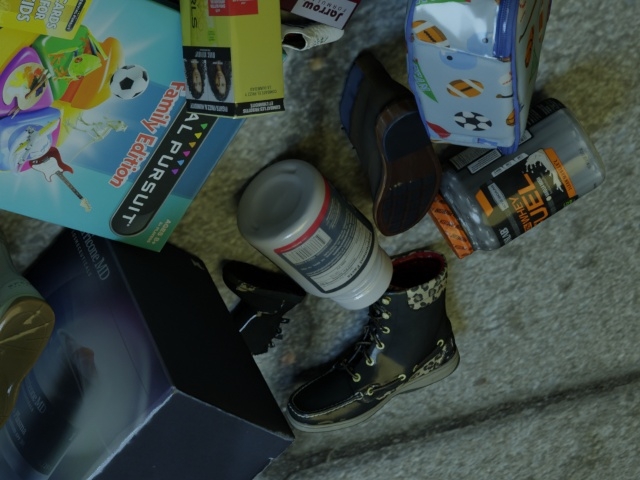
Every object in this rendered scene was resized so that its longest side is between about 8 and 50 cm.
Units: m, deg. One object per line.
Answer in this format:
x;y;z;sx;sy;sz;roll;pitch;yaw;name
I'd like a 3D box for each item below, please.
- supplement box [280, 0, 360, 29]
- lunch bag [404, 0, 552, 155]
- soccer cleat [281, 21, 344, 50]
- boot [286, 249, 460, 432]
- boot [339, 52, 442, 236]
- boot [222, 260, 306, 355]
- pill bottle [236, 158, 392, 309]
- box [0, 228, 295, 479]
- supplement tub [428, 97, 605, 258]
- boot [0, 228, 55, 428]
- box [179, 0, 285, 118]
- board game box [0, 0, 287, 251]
0.018;-0.323;1.320;0.130;0.073;0.239;12;122;-37;supplement box
0.159;-0.237;1.330;0.115;0.243;0.303;12;158;11;lunch bag
-0.012;-0.203;1.434;0.083;0.035;0.029;-3;129;-26;soccer cleat
0.059;0.119;1.722;0.236;0.085;0.178;-22;133;-18;boot
0.073;-0.101;1.540;0.082;0.106;0.219;-20;147;-14;boot
-0.083;0.080;1.641;0.121;0.045;0.099;18;120;-39;boot
0.000;0.000;1.568;0.108;0.108;0.180;-39;135;8;pill bottle
-0.227;0.174;1.468;0.294;0.296;0.183;-46;134;13;box
0.213;-0.066;1.617;0.190;0.117;0.117;-33;136;2;supplement tub
-0.355;0.102;1.427;0.077;0.165;0.213;22;109;-42;boot
-0.082;-0.227;1.267;0.058;0.087;0.232;-10;104;-35;box
-0.237;-0.142;1.339;0.336;0.079;0.253;17;119;-37;board game box
